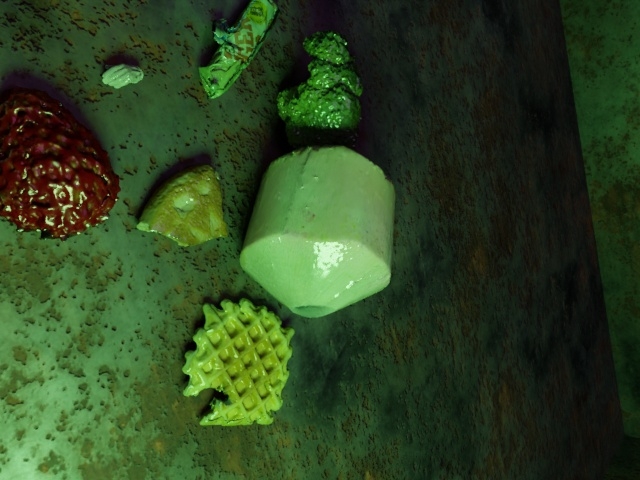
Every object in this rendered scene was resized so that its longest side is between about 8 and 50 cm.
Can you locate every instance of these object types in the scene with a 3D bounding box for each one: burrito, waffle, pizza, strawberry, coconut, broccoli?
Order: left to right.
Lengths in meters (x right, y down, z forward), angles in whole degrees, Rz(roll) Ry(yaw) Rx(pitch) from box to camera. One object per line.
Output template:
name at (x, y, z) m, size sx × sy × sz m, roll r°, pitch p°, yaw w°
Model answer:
strawberry at (-0.394, -0.120, 0.810) m, size 0.190 × 0.111 × 0.236 m, roll -28°, pitch 107°, yaw -39°
pizza at (-0.234, -0.054, 1.007) m, size 0.161 × 0.063 × 0.182 m, roll 41°, pitch 56°, yaw -28°
burrito at (-0.168, -0.405, 1.080) m, size 0.104 × 0.054 × 0.287 m, roll 43°, pitch 60°, yaw -34°
waffle at (-0.155, 0.240, 1.074) m, size 0.261 × 0.056 × 0.249 m, roll 21°, pitch 74°, yaw -40°
broccoli at (-0.002, -0.324, 1.172) m, size 0.254 × 0.186 × 0.301 m, roll 75°, pitch 11°, yaw -63°
coconut at (0.000, 0.000, 1.074) m, size 0.297 × 0.298 × 0.309 m, roll 33°, pitch 59°, yaw -39°

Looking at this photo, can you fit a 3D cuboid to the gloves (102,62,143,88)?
gloves at (-0.335, -0.286, 0.930) m, size 0.044 × 0.037 × 0.081 m, roll 47°, pitch 56°, yaw 10°
